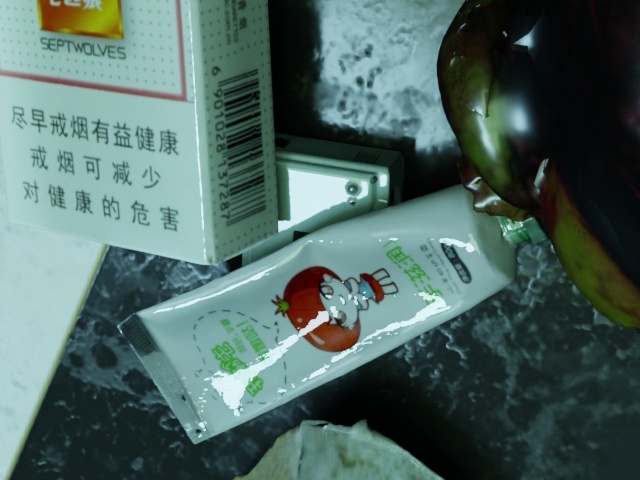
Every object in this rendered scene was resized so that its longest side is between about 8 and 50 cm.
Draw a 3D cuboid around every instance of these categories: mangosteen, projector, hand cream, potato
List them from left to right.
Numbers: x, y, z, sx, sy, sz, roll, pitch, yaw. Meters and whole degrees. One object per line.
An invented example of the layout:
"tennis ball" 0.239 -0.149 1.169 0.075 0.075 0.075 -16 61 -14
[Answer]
"projector" 0.000 0.000 1.170 0.115 0.061 0.147 9 112 11
"potato" 0.010 0.281 1.256 0.189 0.211 0.264 11 158 -26
"hand cream" 0.013 0.045 1.121 0.336 0.076 0.121 -25 107 20
"mangosteen" 0.278 -0.123 0.900 0.380 0.421 0.381 -1 93 -26

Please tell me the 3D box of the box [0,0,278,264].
"box" -0.143 -0.163 1.101 0.210 0.095 0.330 11 114 33
